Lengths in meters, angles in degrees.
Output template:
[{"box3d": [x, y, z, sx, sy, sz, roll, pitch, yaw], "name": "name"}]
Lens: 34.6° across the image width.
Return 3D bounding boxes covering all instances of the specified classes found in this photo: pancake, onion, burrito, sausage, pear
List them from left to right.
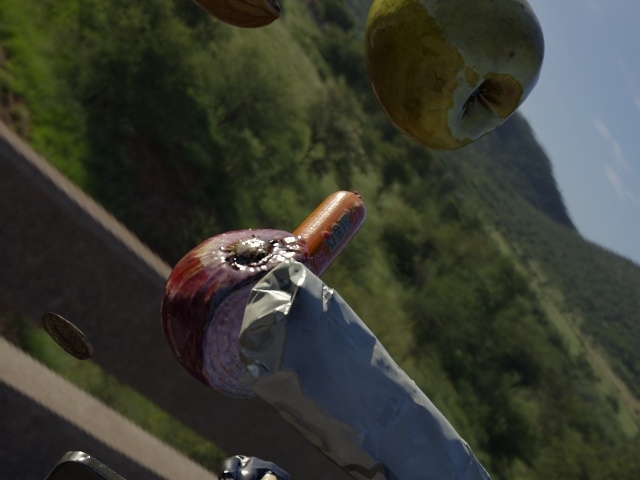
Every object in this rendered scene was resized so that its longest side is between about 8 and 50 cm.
[{"box3d": [-0.435, 0.164, 1.764, 0.115, 0.011, 0.115, 25, -37, 21], "name": "pancake"}, {"box3d": [-0.179, -0.405, 1.427, 0.354, 0.116, 0.134, 49, -15, 29], "name": "sausage"}, {"box3d": [-0.124, 0.097, 1.586, 0.256, 0.272, 0.230, 8, 23, -33], "name": "onion"}, {"box3d": [0.000, 0.000, 1.883, 0.093, 0.093, 0.312, 54, 46, -12], "name": "sausage"}, {"box3d": [0.076, 0.212, 1.086, 0.445, 0.101, 0.139, 49, 44, -19], "name": "burrito"}, {"box3d": [0.206, -0.318, 1.710, 0.304, 0.304, 0.304, 54, 9, -12], "name": "pear"}]

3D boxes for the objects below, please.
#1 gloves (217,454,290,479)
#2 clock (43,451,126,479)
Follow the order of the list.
[{"box3d": [-0.161, 0.510, 2.067, 0.301, 0.197, 0.152, 56, 32, -84], "name": "gloves"}, {"box3d": [-0.297, 0.440, 1.416, 0.273, 0.279, 0.049, 37, 31, -7], "name": "clock"}]
